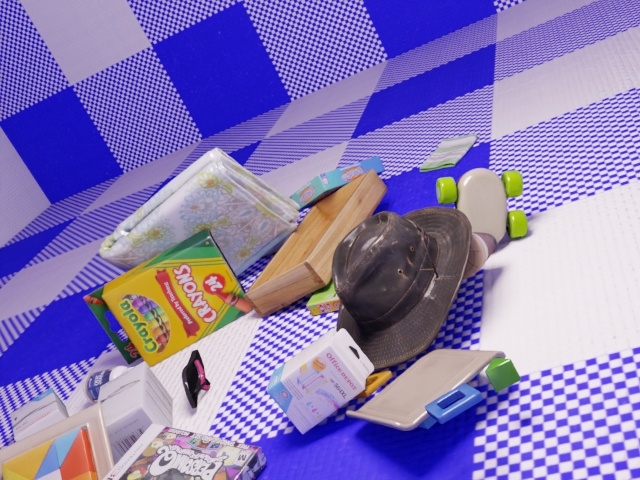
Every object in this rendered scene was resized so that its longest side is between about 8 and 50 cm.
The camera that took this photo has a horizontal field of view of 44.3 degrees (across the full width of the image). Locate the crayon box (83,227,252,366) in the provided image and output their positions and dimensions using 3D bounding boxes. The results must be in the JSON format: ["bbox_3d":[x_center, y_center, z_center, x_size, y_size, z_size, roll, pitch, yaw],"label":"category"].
[{"bbox_3d":[-0.337,0.139,1.742,0.318,0.202,0.081,-30,20,-2],"label":"crayon box"}]

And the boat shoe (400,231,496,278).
[{"bbox_3d":[0.199,0.050,1.441,0.092,0.103,0.285,-12,-10,-46],"label":"boat shoe"}]

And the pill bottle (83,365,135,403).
[{"bbox_3d":[-0.438,0.303,1.664,0.120,0.067,0.067,-17,23,26],"label":"pill bottle"}]

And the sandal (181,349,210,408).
[{"bbox_3d":[-0.235,0.260,1.523,0.040,0.067,0.179,-14,19,4],"label":"sandal"}]

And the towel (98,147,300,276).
[{"bbox_3d":[-0.269,-0.024,1.819,0.374,0.320,0.090,-38,49,15],"label":"towel"}]

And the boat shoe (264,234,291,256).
[{"bbox_3d":[-0.274,-0.043,2.163,0.500,0.156,0.187,-3,36,50],"label":"boat shoe"}]

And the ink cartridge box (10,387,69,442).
[{"bbox_3d":[-0.587,0.389,1.656,0.104,0.060,0.180,-33,21,-16],"label":"ink cartridge box"}]

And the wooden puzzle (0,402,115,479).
[{"bbox_3d":[-0.439,0.409,1.288,0.221,0.044,0.239,-26,56,5],"label":"wooden puzzle"}]

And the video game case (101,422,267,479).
[{"bbox_3d":[-0.230,0.380,1.191,0.232,0.042,0.210,3,34,33],"label":"video game case"}]

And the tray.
[{"bbox_3d":[0.000,0.000,1.782,0.203,0.076,0.411,-29,17,37],"label":"tray"}]

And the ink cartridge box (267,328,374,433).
[{"bbox_3d":[0.003,0.213,1.227,0.143,0.092,0.090,-38,5,10],"label":"ink cartridge box"}]

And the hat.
[{"bbox_3d":[0.099,0.048,1.321,0.331,0.134,0.331,-36,33,27],"label":"hat"}]

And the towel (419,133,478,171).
[{"bbox_3d":[0.332,-0.229,2.034,0.113,0.023,0.152,-9,27,43],"label":"towel"}]

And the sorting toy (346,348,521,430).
[{"bbox_3d":[0.152,0.219,1.126,0.196,0.047,0.347,-31,5,-21],"label":"sorting toy"}]

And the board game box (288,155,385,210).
[{"bbox_3d":[0.041,-0.145,2.019,0.210,0.047,0.160,-21,-6,-36],"label":"board game box"}]

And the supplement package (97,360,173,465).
[{"bbox_3d":[-0.341,0.322,1.441,0.105,0.105,0.179,-31,20,-1],"label":"supplement package"}]

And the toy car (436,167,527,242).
[{"bbox_3d":[0.296,-0.061,1.534,0.155,0.149,0.188,-6,1,-3],"label":"toy car"}]

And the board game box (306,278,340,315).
[{"bbox_3d":[0.073,0.060,1.649,0.124,0.039,0.259,-16,26,32],"label":"board game box"}]
